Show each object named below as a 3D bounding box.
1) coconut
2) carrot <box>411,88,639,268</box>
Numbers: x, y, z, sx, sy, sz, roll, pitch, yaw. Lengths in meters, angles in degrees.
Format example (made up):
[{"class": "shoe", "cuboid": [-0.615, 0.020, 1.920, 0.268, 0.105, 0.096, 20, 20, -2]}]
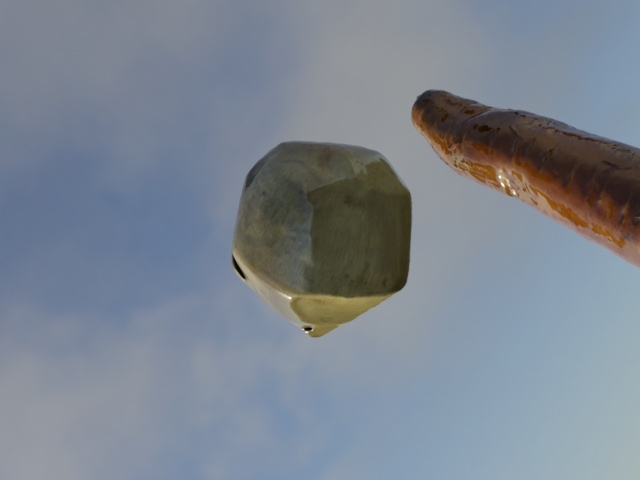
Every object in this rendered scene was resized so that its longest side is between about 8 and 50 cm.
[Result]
[{"class": "coconut", "cuboid": [0.000, 0.000, 1.835, 0.224, 0.224, 0.224, -54, -18, -26]}, {"class": "carrot", "cuboid": [0.127, -0.031, 0.817, 0.059, 0.248, 0.059, -22, -56, -37]}]
